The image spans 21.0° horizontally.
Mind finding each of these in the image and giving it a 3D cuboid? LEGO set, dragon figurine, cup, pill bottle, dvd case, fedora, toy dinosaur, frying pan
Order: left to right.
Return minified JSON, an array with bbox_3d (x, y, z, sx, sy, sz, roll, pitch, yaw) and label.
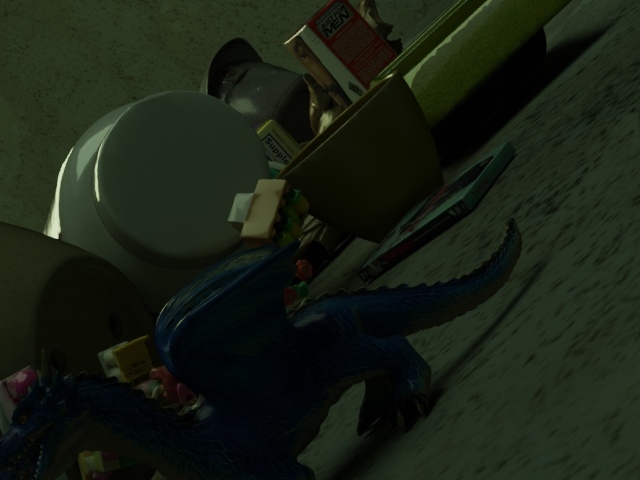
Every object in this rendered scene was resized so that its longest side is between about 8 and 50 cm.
[{"bbox_3d":[-0.248,0.114,1.215,0.237,0.331,0.331,-15,18,25],"label":"cup"},{"bbox_3d":[-0.129,-0.014,1.360,0.169,0.169,0.301,-44,-1,-18],"label":"pill bottle"},{"bbox_3d":[-0.067,0.070,1.107,0.287,0.132,0.107,-39,12,-34],"label":"LEGO set"},{"bbox_3d":[-0.027,0.050,0.834,0.289,0.144,0.085,-43,7,-9],"label":"dragon figurine"},{"bbox_3d":[-0.059,-0.157,2.348,0.124,0.244,0.275,-6,21,26],"label":"fedora"},{"bbox_3d":[0.039,-0.184,2.213,0.296,0.127,0.200,-56,2,-14],"label":"toy dinosaur"},{"bbox_3d":[0.083,-0.020,1.245,0.119,0.013,0.087,-38,8,43],"label":"dvd case"},{"bbox_3d":[0.123,-0.133,1.577,0.197,0.053,0.326,-42,6,3],"label":"frying pan"}]

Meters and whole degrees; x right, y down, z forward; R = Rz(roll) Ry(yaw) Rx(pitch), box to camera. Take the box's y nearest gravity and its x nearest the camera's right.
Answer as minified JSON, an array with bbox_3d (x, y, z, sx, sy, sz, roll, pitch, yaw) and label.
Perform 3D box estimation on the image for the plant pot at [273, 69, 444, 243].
[{"bbox_3d":[0.042,-0.054,1.353,0.134,0.095,0.134,-42,6,5],"label":"plant pot"}]

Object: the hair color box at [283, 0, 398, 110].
[{"bbox_3d":[0.047,-0.158,1.702,0.053,0.167,0.093,-44,6,-15],"label":"hair color box"}]

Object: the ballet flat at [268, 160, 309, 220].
[{"bbox_3d":[-0.160,0.072,1.729,0.400,0.139,0.139,-38,6,4],"label":"ballet flat"}]

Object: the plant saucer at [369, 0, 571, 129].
[{"bbox_3d":[0.117,-0.165,1.480,0.188,0.045,0.188,-43,10,-4],"label":"plant saucer"}]

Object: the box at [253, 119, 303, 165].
[{"bbox_3d":[-0.111,-0.010,1.916,0.243,0.117,0.213,-42,6,-3],"label":"box"}]

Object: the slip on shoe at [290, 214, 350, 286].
[{"bbox_3d":[0.000,0.000,1.519,0.135,0.051,0.041,-36,44,-14],"label":"slip on shoe"}]
